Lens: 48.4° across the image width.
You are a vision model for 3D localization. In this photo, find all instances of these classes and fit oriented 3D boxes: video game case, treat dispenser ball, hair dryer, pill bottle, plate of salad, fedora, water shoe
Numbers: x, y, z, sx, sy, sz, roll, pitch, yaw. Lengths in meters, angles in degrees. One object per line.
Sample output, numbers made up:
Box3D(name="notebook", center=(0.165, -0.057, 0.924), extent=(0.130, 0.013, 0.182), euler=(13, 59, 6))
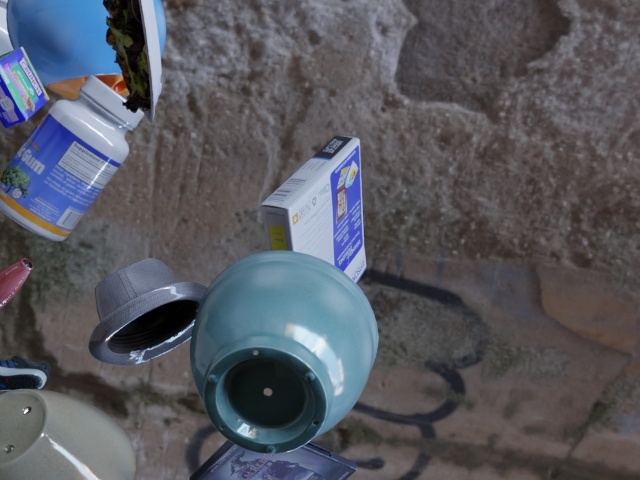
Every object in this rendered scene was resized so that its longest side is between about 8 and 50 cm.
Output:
Box3D(name="video game case", center=(-0.090, 0.461, 1.406), extent=(0.196, 0.274, 0.026), euler=(-46, -147, 18))
Box3D(name="treat dispenser ball", center=(-0.441, -0.409, 1.354), extent=(0.288, 0.288, 0.288), euler=(11, 90, -90))
Box3D(name="hair dryer", center=(-0.928, 0.086, 1.984), extent=(0.080, 0.293, 0.224), euler=(6, 85, -70))
Box3D(name="pill bottle", center=(-0.433, -0.147, 1.240), extent=(0.272, 0.152, 0.152), euler=(-54, 180, 1))
Box3D(name="plate of salad", center=(-0.202, -0.222, 0.744), extent=(0.200, 0.048, 0.200), euler=(170, -90, -73))
Box3D(name="fedora", center=(-0.334, 0.122, 1.346), extent=(0.124, 0.243, 0.275), euler=(58, -4, 19))
Box3D(name="water shoe", center=(-0.761, 0.320, 1.725), extent=(0.080, 0.203, 0.073), euler=(-88, -172, -67))

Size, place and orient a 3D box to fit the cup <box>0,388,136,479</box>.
Box3D(name="cup", center=(-0.564, 0.426, 1.400), extent=(0.237, 0.331, 0.331), euler=(76, 19, -44))

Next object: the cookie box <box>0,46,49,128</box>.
Box3D(name="cookie box", center=(-0.464, -0.233, 1.077), extent=(0.107, 0.040, 0.092), euler=(-92, 163, -61))

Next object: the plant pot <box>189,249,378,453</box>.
Box3D(name="plant pot", center=(-0.066, 0.185, 1.047), extent=(0.196, 0.293, 0.293), euler=(-71, 173, -69))

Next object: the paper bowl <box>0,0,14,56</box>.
Box3D(name="paper bowl", center=(-0.796, -0.436, 1.662), extent=(0.148, 0.284, 0.284), euler=(51, -42, 49))

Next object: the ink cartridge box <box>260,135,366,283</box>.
Box3D(name="ink cartridge box", center=(0.000, 0.000, 1.351), extent=(0.303, 0.072, 0.307), euler=(-50, 145, -50))
